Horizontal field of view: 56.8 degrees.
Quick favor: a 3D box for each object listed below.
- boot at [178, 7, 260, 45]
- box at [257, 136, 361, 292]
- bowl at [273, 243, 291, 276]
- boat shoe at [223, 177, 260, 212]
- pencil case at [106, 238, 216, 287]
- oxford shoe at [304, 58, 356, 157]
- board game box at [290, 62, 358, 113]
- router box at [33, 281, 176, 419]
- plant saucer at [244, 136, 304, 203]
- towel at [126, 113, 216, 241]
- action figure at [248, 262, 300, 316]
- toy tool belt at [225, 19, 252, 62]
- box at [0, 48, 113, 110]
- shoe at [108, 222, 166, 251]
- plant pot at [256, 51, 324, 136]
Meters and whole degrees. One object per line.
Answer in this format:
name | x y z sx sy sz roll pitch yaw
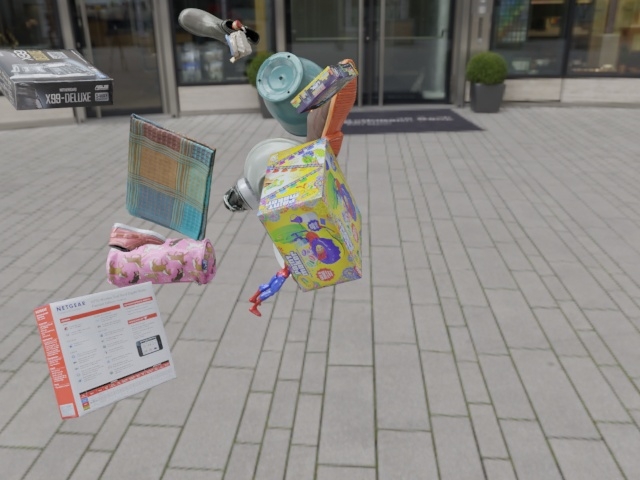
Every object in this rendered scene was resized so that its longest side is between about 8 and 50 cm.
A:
boot | -0.328 -0.705 1.942 0.247 0.083 0.161 14 3 -28
box | -0.017 -0.068 1.602 0.177 0.289 0.279 -15 39 16
bowl | 0.000 0.000 2.016 0.298 0.297 0.134 6 7 18
boat shoe | -0.295 -0.145 2.181 0.119 0.121 0.335 -27 -1 -6
pencil case | -0.586 0.086 2.188 0.387 0.160 0.167 -3 35 4
oxford shoe | 0.020 -0.441 2.006 0.133 0.363 0.130 30 26 26
board game box | 0.013 -0.451 1.755 0.170 0.048 0.141 -35 0 37
router box | -0.583 0.292 1.645 0.082 0.301 0.335 -18 -4 34
plant saucer | -0.131 -0.201 2.298 0.401 0.400 0.100 8 40 22
towel | -0.454 -0.173 1.765 0.272 0.370 0.040 22 44 3
action figure | -0.101 0.137 1.911 0.139 0.280 0.091 27 25 -24
toy tool belt | -0.193 -0.445 1.329 0.051 0.083 0.052 -21 -7 25
box | -0.732 -0.439 1.594 0.243 0.076 0.307 -13 36 -36
shoe | -0.606 0.005 1.959 0.178 0.081 0.063 16 -24 -20
plant pot | -0.096 -0.544 2.151 0.272 0.271 0.255 10 -4 25
